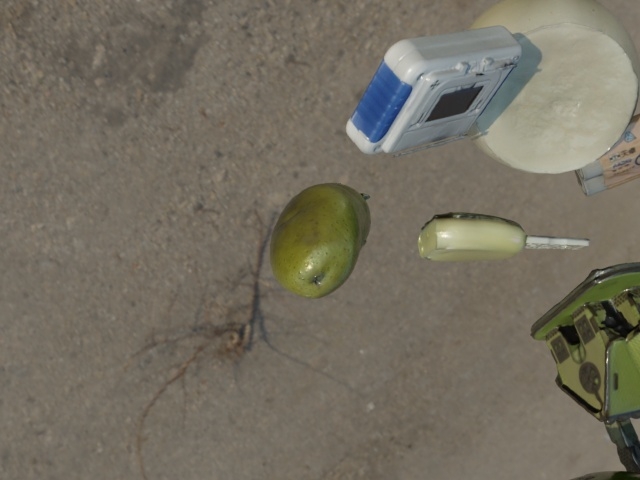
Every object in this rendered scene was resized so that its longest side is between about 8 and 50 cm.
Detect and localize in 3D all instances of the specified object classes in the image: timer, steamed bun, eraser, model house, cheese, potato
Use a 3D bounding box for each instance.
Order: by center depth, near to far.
[{"bbox_3d":[0.462,0.195,1.247,0.205,0.278,0.218,-4,149,-23],"label":"model house"},{"bbox_3d":[0.167,-0.208,1.257,0.253,0.078,0.178,-18,152,-39],"label":"timer"},{"bbox_3d":[0.276,0.000,1.317,0.251,0.054,0.127,3,166,-8],"label":"cheese"},{"bbox_3d":[0.000,0.000,1.435,0.143,0.248,0.169,33,119,-13],"label":"potato"},{"bbox_3d":[0.385,-0.276,1.548,0.324,0.206,0.324,-2,120,-3],"label":"steamed bun"},{"bbox_3d":[0.650,-0.193,1.771,0.290,0.087,0.171,-23,148,10],"label":"eraser"}]

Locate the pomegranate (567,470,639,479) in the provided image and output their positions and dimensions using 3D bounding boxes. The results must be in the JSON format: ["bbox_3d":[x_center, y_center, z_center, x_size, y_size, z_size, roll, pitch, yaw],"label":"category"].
[{"bbox_3d":[0.348,0.413,1.071,0.323,0.291,0.291,5,119,-33],"label":"pomegranate"}]
